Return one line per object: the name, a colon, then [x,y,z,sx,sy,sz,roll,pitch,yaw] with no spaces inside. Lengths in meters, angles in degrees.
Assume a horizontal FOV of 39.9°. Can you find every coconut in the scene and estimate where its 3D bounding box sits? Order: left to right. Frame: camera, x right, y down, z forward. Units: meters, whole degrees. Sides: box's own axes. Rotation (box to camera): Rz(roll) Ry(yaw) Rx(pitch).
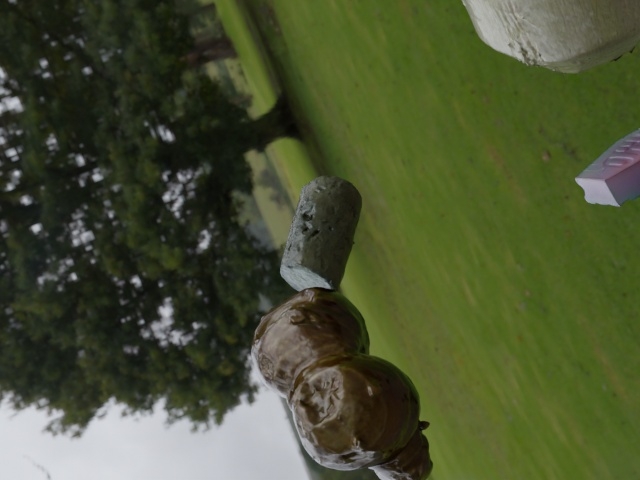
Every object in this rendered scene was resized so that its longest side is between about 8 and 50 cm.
coconut: [0.332,-0.430,1.212,0.360,0.346,0.346,53,-173,-43]

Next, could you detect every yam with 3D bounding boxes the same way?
yam: [0.000,0.000,1.379,0.107,0.107,0.194,74,-156,-49]

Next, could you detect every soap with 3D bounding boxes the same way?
soap: [0.475,-0.115,1.333,0.056,0.149,0.100,57,164,-22]

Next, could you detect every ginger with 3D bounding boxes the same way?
ginger: [0.036,0.187,1.187,0.274,0.152,0.357,35,-169,-38]
